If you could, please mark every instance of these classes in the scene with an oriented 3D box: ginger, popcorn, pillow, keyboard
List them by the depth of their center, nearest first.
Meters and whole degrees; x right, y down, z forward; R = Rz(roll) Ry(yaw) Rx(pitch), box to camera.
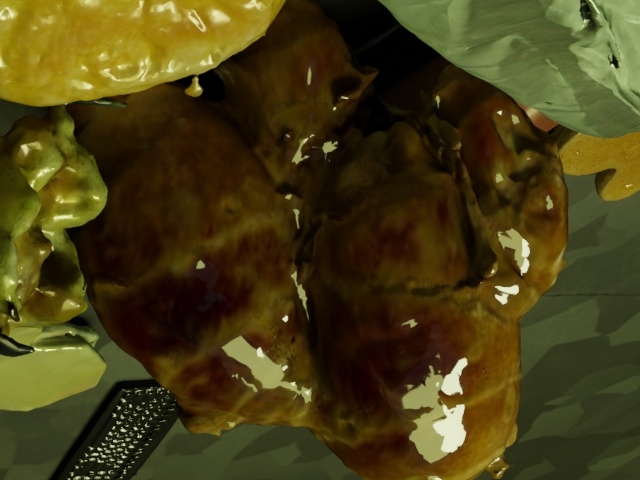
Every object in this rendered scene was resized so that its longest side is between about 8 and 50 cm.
[{"bbox_3d":[0.070,-0.197,0.601,0.138,0.283,0.310,-20,158,27],"label":"pillow"},{"bbox_3d":[-0.228,-0.026,0.822,0.195,0.174,0.168,11,151,21],"label":"popcorn"},{"bbox_3d":[-0.011,-0.001,0.910,0.357,0.152,0.274,23,114,0],"label":"ginger"},{"bbox_3d":[-0.195,0.198,1.402,0.087,0.017,0.250,2,145,-31],"label":"keyboard"}]

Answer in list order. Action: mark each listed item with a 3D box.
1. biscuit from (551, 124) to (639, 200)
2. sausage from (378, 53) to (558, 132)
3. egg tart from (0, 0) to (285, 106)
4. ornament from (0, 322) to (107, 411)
[{"bbox_3d":[0.280,-0.086,1.166,0.240,0.035,0.158,1,144,-33],"label":"biscuit"},{"bbox_3d":[0.096,-0.088,0.989,0.419,0.094,0.094,-32,130,21],"label":"sausage"},{"bbox_3d":[-0.112,-0.158,0.705,0.319,0.128,0.319,-12,150,-7],"label":"egg tart"},{"bbox_3d":[-0.275,0.091,1.125,0.180,0.059,0.201,-21,154,10],"label":"ornament"}]
